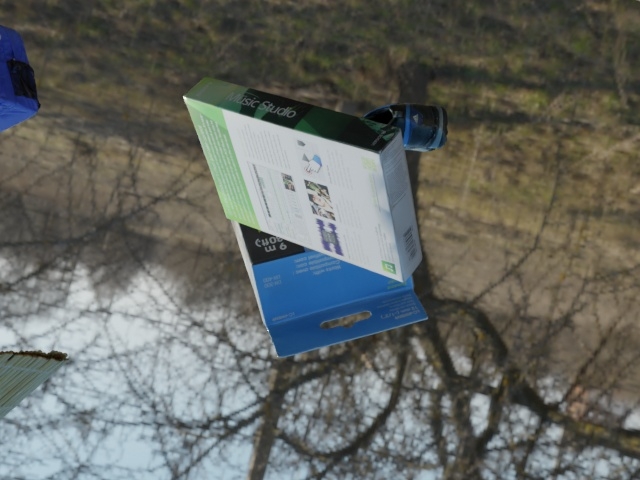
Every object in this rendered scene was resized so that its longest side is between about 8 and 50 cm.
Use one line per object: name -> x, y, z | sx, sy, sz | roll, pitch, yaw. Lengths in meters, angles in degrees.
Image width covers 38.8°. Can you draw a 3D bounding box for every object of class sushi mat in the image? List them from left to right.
sushi mat -> -0.408, 0.202, 0.920 | 0.151, 0.316, 0.019 | 21, -148, -57

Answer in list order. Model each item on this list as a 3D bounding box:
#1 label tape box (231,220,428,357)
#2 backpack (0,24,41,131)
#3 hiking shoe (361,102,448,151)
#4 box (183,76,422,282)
label tape box -> 0.000, 0.000, 1.466 | 0.249, 0.115, 0.347 | -14, -135, -9
backpack -> -0.397, -0.201, 1.075 | 0.098, 0.120, 0.101 | -17, 166, 21
hiking shoe -> 0.110, -0.207, 1.750 | 0.132, 0.113, 0.304 | 10, 163, -30
box -> -0.023, -0.085, 1.231 | 0.322, 0.058, 0.232 | 19, 143, 30
